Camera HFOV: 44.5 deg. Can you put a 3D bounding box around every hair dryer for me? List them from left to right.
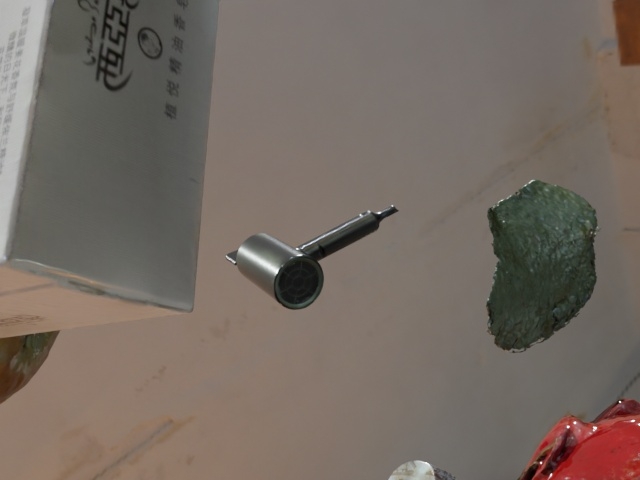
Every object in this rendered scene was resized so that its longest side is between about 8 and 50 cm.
[{"bbox_3d":[0.000,0.000,1.167,0.248,0.195,0.078,-25,-65,-20],"label":"hair dryer"}]

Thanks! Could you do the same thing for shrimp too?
[{"bbox_3d":[-0.272,0.059,0.757,0.051,0.115,0.217,21,-130,-6],"label":"shrimp"}]

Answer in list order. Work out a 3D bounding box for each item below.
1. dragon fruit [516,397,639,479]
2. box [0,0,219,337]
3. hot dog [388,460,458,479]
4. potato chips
[{"bbox_3d":[0.258,0.205,0.566,0.234,0.234,0.293,27,-75,-40],"label":"dragon fruit"},{"bbox_3d":[-0.160,-0.083,0.421,0.111,0.194,0.260,27,-119,-49],"label":"box"},{"bbox_3d":[0.141,0.467,1.208,0.075,0.144,0.268,56,-135,-31],"label":"hot dog"},{"bbox_3d":[0.234,0.014,0.853,0.167,0.059,0.228,23,-117,-24],"label":"potato chips"}]
